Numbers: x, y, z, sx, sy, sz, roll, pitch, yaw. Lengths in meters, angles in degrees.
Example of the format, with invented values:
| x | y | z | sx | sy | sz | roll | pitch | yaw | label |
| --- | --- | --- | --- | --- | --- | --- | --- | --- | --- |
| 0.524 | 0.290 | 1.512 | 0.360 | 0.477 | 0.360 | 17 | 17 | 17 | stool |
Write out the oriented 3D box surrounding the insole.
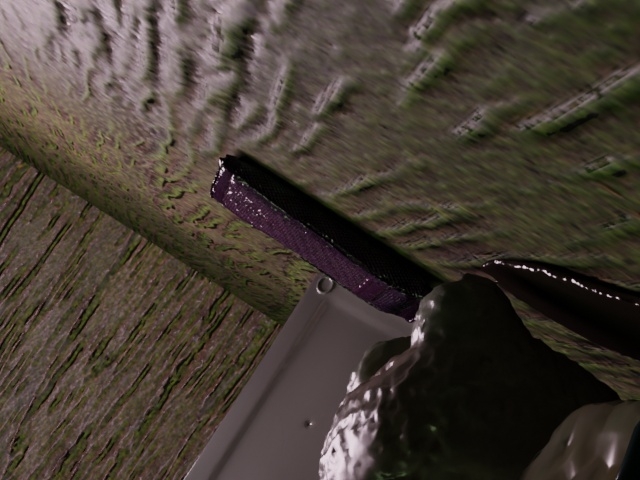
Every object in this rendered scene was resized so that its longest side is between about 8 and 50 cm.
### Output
| x | y | z | sx | sy | sz | roll | pitch | yaw | label |
| --- | --- | --- | --- | --- | --- | --- | --- | --- | --- |
| 0.157 | 0.044 | 0.673 | 0.111 | 0.007 | 0.328 | 32 | 175 | -15 | insole |

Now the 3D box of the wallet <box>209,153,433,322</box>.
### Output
| x | y | z | sx | sy | sz | roll | pitch | yaw | label |
| --- | --- | --- | --- | --- | --- | --- | --- | --- | --- |
| -0.001 | 0.001 | 1.017 | 0.166 | 0.030 | 0.111 | 33 | 175 | 0 | wallet |

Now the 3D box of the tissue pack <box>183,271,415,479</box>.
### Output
| x | y | z | sx | sy | sz | roll | pitch | yaw | label |
| --- | --- | --- | --- | --- | --- | --- | --- | --- | --- |
| 0.021 | 0.173 | 1.281 | 0.159 | 0.246 | 0.136 | 29 | 172 | 37 | tissue pack |

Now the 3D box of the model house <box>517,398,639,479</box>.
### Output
| x | y | z | sx | sy | sz | roll | pitch | yaw | label |
| --- | --- | --- | --- | --- | --- | --- | --- | --- | --- |
| 0.193 | 0.155 | 0.327 | 0.298 | 0.243 | 0.284 | 27 | 161 | -7 | model house |

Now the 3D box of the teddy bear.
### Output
| x | y | z | sx | sy | sz | roll | pitch | yaw | label |
| --- | --- | --- | --- | --- | --- | --- | --- | --- | --- |
| 0.133 | 0.136 | 0.810 | 0.267 | 0.151 | 0.236 | 21 | 150 | -13 | teddy bear |
